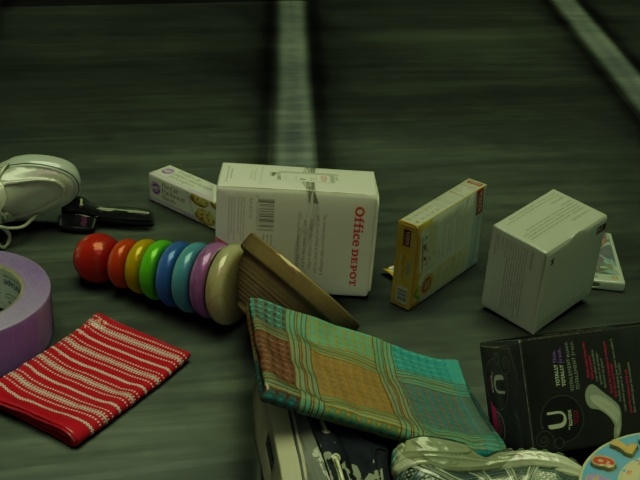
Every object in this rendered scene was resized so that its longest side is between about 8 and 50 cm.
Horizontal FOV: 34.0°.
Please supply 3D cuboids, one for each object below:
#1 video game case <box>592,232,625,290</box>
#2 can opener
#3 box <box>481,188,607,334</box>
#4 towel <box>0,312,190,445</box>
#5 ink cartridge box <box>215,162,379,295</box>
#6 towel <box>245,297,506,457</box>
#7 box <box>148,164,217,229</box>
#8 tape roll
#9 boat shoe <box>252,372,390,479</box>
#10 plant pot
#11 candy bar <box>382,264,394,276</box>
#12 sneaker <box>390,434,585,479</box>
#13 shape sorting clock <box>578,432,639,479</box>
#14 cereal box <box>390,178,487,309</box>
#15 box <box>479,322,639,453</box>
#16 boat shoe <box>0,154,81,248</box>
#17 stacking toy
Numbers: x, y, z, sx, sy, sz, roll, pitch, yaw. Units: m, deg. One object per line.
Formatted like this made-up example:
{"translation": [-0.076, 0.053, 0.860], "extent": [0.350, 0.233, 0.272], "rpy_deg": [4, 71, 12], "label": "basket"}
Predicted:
{"translation": [0.489, 0.031, 2.047], "extent": [0.183, 0.023, 0.201], "rpy_deg": [6, 29, 3], "label": "video game case"}
{"translation": [-0.421, -0.049, 2.063], "extent": [0.186, 0.073, 0.059], "rpy_deg": [2, -10, -9], "label": "can opener"}
{"translation": [0.393, 0.035, 1.844], "extent": [0.181, 0.182, 0.119], "rpy_deg": [-28, 45, -35], "label": "box"}
{"translation": [-0.360, 0.207, 1.618], "extent": [0.199, 0.031, 0.275], "rpy_deg": [20, 32, 25], "label": "towel"}
{"translation": [-0.045, -0.019, 1.882], "extent": [0.283, 0.207, 0.117], "rpy_deg": [4, 27, -1], "label": "ink cartridge box"}
{"translation": [0.075, 0.201, 1.515], "extent": [0.370, 0.040, 0.271], "rpy_deg": [19, 19, -17], "label": "towel"}
{"translation": [-0.211, -0.067, 2.097], "extent": [0.324, 0.067, 0.063], "rpy_deg": [25, 35, 31], "label": "box"}
{"translation": [-0.575, 0.117, 1.693], "extent": [0.275, 0.090, 0.275], "rpy_deg": [3, 28, -2], "label": "tape roll"}
{"translation": [-0.002, 0.272, 1.470], "extent": [0.158, 0.127, 0.340], "rpy_deg": [4, 36, -13], "label": "boat shoe"}
{"translation": [-0.059, 0.103, 1.707], "extent": [0.110, 0.237, 0.237], "rpy_deg": [-48, 45, -5], "label": "plant pot"}
{"translation": [0.186, 0.041, 1.997], "extent": [0.161, 0.018, 0.040], "rpy_deg": [-21, 38, -36], "label": "candy bar"}
{"translation": [0.231, 0.347, 1.390], "extent": [0.283, 0.110, 0.122], "rpy_deg": [6, 53, -4], "label": "sneaker"}
{"translation": [0.433, 0.307, 1.326], "extent": [0.206, 0.040, 0.206], "rpy_deg": [-6, 29, 3], "label": "shape sorting clock"}
{"translation": [0.218, 0.004, 1.909], "extent": [0.047, 0.173, 0.240], "rpy_deg": [22, 33, 31], "label": "cereal box"}
{"translation": [0.388, 0.210, 1.519], "extent": [0.270, 0.165, 0.143], "rpy_deg": [-4, -6, -17], "label": "box"}
{"translation": [-0.633, -0.059, 1.956], "extent": [0.367, 0.136, 0.156], "rpy_deg": [-8, 37, -6], "label": "boat shoe"}
{"translation": [-0.284, 0.053, 1.827], "extent": [0.330, 0.141, 0.141], "rpy_deg": [9, 29, 23], "label": "stacking toy"}
